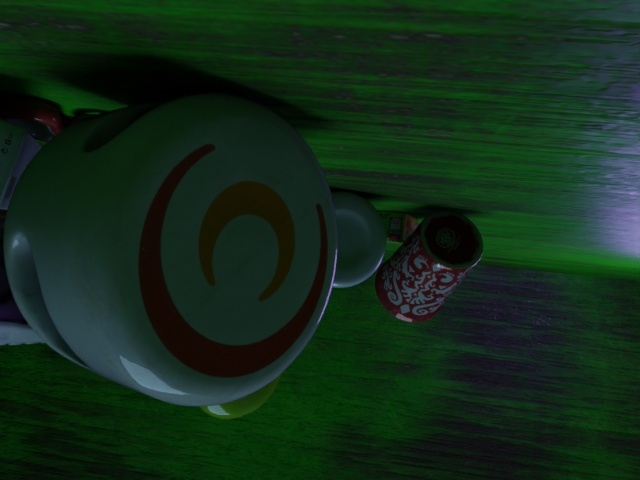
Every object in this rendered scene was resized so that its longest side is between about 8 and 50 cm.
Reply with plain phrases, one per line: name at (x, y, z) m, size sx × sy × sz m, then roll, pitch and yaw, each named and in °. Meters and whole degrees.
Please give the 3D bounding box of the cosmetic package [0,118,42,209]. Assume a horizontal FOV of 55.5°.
cosmetic package at (-0.278, -0.067, 0.487) m, size 0.098 × 0.060 × 0.239 m, roll 18°, pitch 176°, yaw -19°

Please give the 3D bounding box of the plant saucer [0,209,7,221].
plant saucer at (-0.350, -0.057, 0.855) m, size 0.332 × 0.084 × 0.332 m, roll 6°, pitch 176°, yaw 0°

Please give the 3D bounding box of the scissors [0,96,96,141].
scissors at (-0.220, -0.091, 0.589) m, size 0.109 × 0.021 × 0.297 m, roll 6°, pitch 179°, yaw -12°

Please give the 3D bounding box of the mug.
mug at (0.157, 0.021, 0.888) m, size 0.113 × 0.150 × 0.169 m, roll 8°, pitch 151°, yaw -9°

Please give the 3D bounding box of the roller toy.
roller toy at (-0.097, 0.001, 0.410) m, size 0.146 × 0.209 × 0.191 m, roll 4°, pitch 163°, yaw 43°

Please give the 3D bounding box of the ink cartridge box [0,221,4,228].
ink cartridge box at (-0.531, -0.030, 0.974) m, size 0.296 × 0.066 × 0.261 m, roll 28°, pitch -175°, yaw 22°

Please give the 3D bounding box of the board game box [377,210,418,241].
board game box at (0.060, -0.024, 0.991) m, size 0.181 × 0.043 × 0.092 m, roll 5°, pitch 176°, yaw 22°

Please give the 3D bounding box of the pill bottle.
pill bottle at (0.000, 0.000, 0.843) m, size 0.121 × 0.121 × 0.216 m, roll 7°, pitch 178°, yaw -15°

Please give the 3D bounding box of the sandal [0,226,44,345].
sandal at (-0.329, 0.037, 0.722) m, size 0.102 × 0.169 × 0.416 m, roll -36°, pitch 180°, yaw 5°
